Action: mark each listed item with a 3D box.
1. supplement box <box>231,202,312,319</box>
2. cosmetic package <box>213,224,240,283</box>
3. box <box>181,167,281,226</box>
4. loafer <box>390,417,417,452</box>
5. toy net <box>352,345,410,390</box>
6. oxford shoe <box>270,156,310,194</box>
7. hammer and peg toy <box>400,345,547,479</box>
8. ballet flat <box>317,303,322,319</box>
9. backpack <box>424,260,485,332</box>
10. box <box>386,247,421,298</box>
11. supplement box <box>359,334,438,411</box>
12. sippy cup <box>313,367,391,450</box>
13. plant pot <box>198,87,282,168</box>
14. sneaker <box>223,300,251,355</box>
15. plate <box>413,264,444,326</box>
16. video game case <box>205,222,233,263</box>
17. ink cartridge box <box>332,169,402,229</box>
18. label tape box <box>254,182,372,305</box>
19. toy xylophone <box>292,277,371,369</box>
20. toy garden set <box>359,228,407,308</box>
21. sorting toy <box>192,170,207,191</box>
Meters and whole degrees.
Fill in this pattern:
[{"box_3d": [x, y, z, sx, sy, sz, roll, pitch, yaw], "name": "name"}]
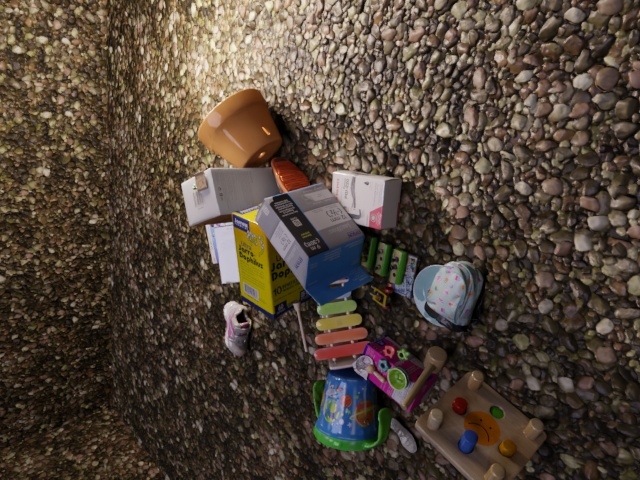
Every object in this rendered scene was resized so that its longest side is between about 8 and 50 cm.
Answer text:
[{"box_3d": [-0.166, 0.060, 1.628, 0.195, 0.194, 0.357, 22, 125, 40], "name": "supplement box"}, {"box_3d": [-0.308, 0.042, 1.839, 0.138, 0.224, 0.225, -8, 93, 12], "name": "cosmetic package"}, {"box_3d": [-0.305, -0.166, 1.726, 0.215, 0.345, 0.168, -14, 87, 45], "name": "box"}, {"box_3d": [0.280, 0.650, 1.539, 0.045, 0.039, 0.125, -42, 68, 5], "name": "loafer"}, {"box_3d": [0.176, 0.387, 1.418, 0.232, 0.045, 0.122, -8, 91, 44], "name": "toy net"}, {"box_3d": [-0.096, -0.141, 1.685, 0.133, 0.130, 0.364, -47, 66, 46], "name": "oxford shoe"}, {"box_3d": [0.383, 0.478, 1.239, 0.361, 0.266, 0.127, 38, 141, 32], "name": "hammer and peg toy"}, {"box_3d": [0.029, 0.295, 1.696, 0.070, 0.070, 0.188, -36, 69, 43], "name": "ballet flat"}, {"box_3d": [0.369, 0.145, 1.252, 0.152, 0.115, 0.182, 34, 118, 38], "name": "backpack"}, {"box_3d": [0.261, 0.103, 1.444, 0.094, 0.027, 0.137, 22, 113, 41], "name": "box"}, {"box_3d": [0.244, 0.420, 1.469, 0.220, 0.111, 0.114, 34, 119, 34], "name": "supplement box"}, {"box_3d": [0.100, 0.563, 1.580, 0.305, 0.240, 0.224, 4, 90, 15], "name": "sippy cup"}, {"box_3d": [-0.280, -0.395, 1.728, 0.203, 0.291, 0.291, 50, 131, 3], "name": "plant pot"}, {"box_3d": [-0.371, 0.405, 2.085, 0.111, 0.103, 0.252, -5, 96, 47], "name": "sneaker"}, {"box_3d": [0.361, 0.163, 1.361, 0.188, 0.024, 0.188, 12, 108, 43], "name": "plate"}, {"box_3d": [-0.415, -0.026, 2.070, 0.269, 0.061, 0.244, -9, 93, 45], "name": "video game case"}, {"box_3d": [0.141, -0.134, 1.472, 0.218, 0.092, 0.159, 18, 111, 44], "name": "ink cartridge box"}, {"box_3d": [0.000, 0.000, 1.406, 0.348, 0.249, 0.115, 51, 136, 20], "name": "label tape box"}, {"box_3d": [0.037, 0.293, 1.600, 0.081, 0.236, 0.323, -100, -7, -87], "name": "toy xylophone"}, {"box_3d": [0.162, 0.093, 1.501, 0.244, 0.049, 0.204, 29, 118, 48], "name": "toy garden set"}, {"box_3d": [-0.418, -0.201, 1.578, 0.083, 0.012, 0.062, -10, 94, 42], "name": "sorting toy"}]
